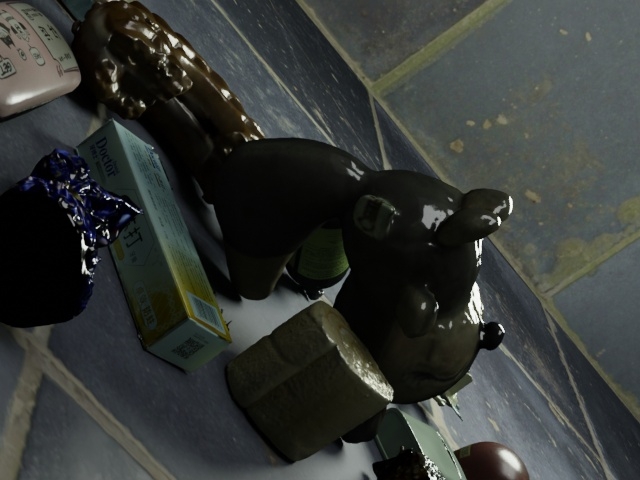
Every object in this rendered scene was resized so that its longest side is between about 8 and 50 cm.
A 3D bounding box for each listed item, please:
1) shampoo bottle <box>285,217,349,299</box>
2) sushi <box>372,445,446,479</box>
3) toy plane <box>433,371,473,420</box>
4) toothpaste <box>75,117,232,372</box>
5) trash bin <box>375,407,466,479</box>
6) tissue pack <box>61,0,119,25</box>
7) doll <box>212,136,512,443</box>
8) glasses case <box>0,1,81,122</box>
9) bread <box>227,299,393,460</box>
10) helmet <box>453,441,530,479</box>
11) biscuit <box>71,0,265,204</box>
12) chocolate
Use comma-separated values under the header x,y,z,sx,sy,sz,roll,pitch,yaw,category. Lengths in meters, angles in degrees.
x,y,z,sx,sy,sz,roll,pitch,yaw,category
0.000,0.000,2.011,0.101,0.101,0.284,61,-20,24,shampoo bottle
0.122,0.325,1.838,0.094,0.084,0.098,48,18,-32,sushi
0.133,0.176,2.255,0.262,0.088,0.192,41,11,-13,toy plane
-0.190,-0.001,1.608,0.089,0.071,0.313,34,24,-49,toothpaste
0.138,0.301,1.999,0.130,0.059,0.116,35,21,-50,trash bin
-0.325,-0.344,1.996,0.094,0.059,0.074,50,12,-18,tissue pack
0.054,0.042,1.824,0.379,0.382,0.252,32,42,22,doll
-0.340,-0.197,1.558,0.122,0.075,0.314,56,13,-6,glasses case
-0.010,0.161,1.663,0.148,0.141,0.134,50,16,-20,bread
0.263,0.363,2.176,0.155,0.106,0.175,56,10,6,helmet
-0.187,-0.179,1.917,0.366,0.115,0.268,47,8,-26,biscuit
-0.254,-0.028,1.379,0.148,0.126,0.343,11,16,-2,chocolate
